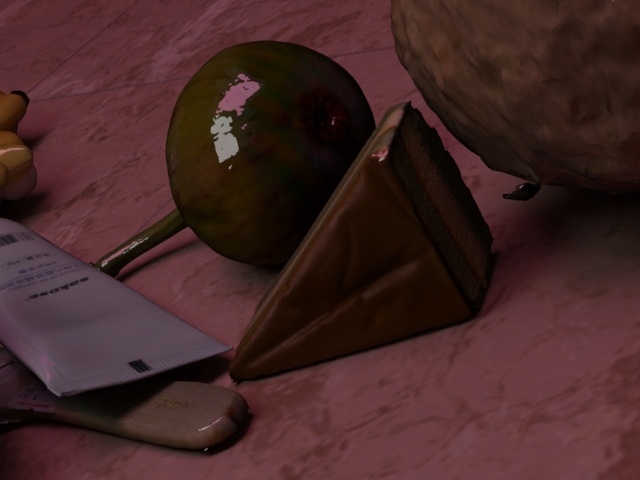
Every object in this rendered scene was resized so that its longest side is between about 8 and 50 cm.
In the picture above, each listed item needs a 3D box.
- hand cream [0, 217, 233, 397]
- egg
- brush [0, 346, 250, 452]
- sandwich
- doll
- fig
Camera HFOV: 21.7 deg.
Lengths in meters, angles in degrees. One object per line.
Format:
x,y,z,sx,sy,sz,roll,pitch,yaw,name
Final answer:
-0.174,0.042,1.100,0.109,0.067,0.320,-14,16,-25,hand cream
0.167,-0.151,0.882,0.279,0.279,0.310,-43,13,-30,egg
-0.158,0.096,1.037,0.336,0.020,0.085,0,36,47,brush
0.000,0.000,0.944,0.163,0.113,0.079,-17,27,26,sandwich
-0.301,-0.079,1.459,0.117,0.086,0.291,-34,22,-2,doll
-0.068,-0.031,1.116,0.245,0.149,0.149,-33,15,44,fig
